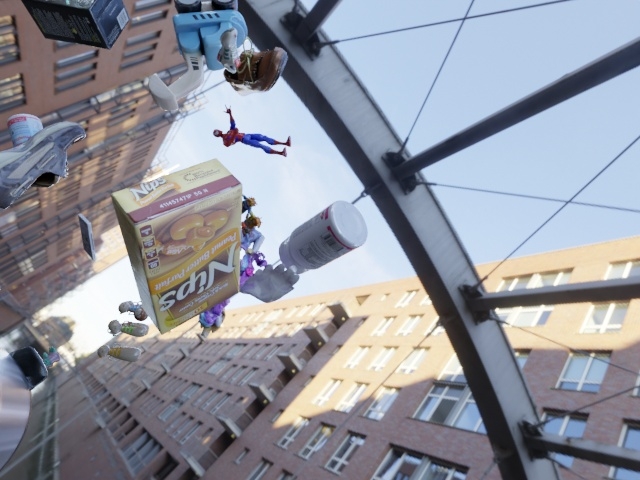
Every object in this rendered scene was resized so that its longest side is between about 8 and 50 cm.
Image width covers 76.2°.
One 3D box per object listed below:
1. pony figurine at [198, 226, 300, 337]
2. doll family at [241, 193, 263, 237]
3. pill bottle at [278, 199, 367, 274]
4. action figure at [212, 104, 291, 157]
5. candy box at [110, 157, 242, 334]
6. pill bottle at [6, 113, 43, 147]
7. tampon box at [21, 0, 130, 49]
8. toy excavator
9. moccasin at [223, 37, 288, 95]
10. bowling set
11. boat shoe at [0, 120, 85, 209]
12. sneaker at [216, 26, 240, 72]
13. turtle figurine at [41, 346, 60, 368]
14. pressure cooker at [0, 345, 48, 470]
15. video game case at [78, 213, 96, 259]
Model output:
[{"bbox_3d":[-0.274,0.107,1.341,0.303,0.363,0.351,33,-63,-20],"label":"pony figurine"},{"bbox_3d":[-0.339,-0.128,1.860,0.163,0.119,0.262,-15,-86,55],"label":"doll family"},{"bbox_3d":[0.000,0.000,1.324,0.283,0.160,0.160,-31,-81,39],"label":"pill bottle"},{"bbox_3d":[-0.251,-0.380,1.424,0.281,0.091,0.139,10,-34,9],"label":"action figure"},{"bbox_3d":[-0.243,0.022,0.745,0.087,0.183,0.316,44,-36,26],"label":"candy box"},{"bbox_3d":[-0.877,-0.292,1.234,0.087,0.087,0.160,-36,-106,57],"label":"pill bottle"},{"bbox_3d":[-0.547,-0.524,0.923,0.161,0.120,0.101,12,-26,4],"label":"tampon box"},{"bbox_3d":[-0.488,-0.756,1.637,0.222,0.434,0.444,115,-41,-68],"label":"toy excavator"},{"bbox_3d":[-0.239,-0.606,1.430,0.147,0.139,0.380,28,-1,-34],"label":"moccasin"},{"bbox_3d":[-0.743,0.302,1.581,0.154,0.286,0.199,13,-50,-14],"label":"bowling set"},{"bbox_3d":[-0.764,-0.202,1.101,0.133,0.355,0.130,-17,-60,33],"label":"boat shoe"},{"bbox_3d":[-0.268,-0.578,1.250,0.075,0.057,0.161,49,-25,-5],"label":"sneaker"},{"bbox_3d":[-0.984,0.437,1.319,0.176,0.234,0.117,-12,-80,31],"label":"turtle figurine"},{"bbox_3d":[-0.786,0.348,0.773,0.371,0.374,0.420,15,-27,-16],"label":"pressure cooker"},{"bbox_3d":[-0.711,-0.011,1.244,0.087,0.011,0.121,28,-57,38],"label":"video game case"}]
